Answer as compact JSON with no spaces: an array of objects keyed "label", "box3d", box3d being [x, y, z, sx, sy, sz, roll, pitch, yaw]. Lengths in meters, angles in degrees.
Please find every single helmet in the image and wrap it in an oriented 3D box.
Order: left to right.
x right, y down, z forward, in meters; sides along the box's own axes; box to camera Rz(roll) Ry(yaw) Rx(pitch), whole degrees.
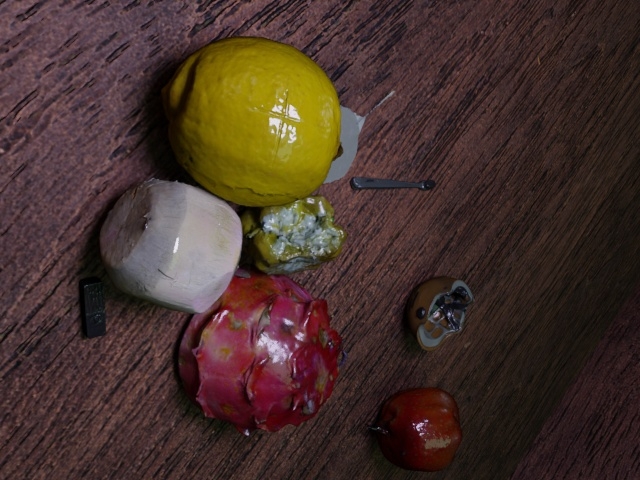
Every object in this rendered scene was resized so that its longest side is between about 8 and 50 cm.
[{"label":"helmet","box3d":[0.329,0.196,1.614,0.198,0.130,0.224,22,103,-40]}]

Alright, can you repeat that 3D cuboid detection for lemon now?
[{"label":"lemon","box3d":[-0.111,-0.197,0.944,0.297,0.297,0.297,-18,119,-35]}]

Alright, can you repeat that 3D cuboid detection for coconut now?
[{"label":"coconut","box3d":[-0.245,0.013,0.964,0.230,0.227,0.227,30,87,-44]}]

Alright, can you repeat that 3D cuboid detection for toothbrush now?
[{"label":"toothbrush","box3d":[0.189,-0.143,1.413,0.297,0.030,0.030,-3,84,-39]}]

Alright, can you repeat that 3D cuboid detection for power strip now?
[{"label":"power strip","box3d":[-0.408,0.122,1.000,0.037,0.029,0.111,-12,116,-38]}]

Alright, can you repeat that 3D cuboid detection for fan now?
[{"label":"fan","box3d":[0.069,-0.252,1.231,0.310,0.010,0.182,-42,133,-26]}]

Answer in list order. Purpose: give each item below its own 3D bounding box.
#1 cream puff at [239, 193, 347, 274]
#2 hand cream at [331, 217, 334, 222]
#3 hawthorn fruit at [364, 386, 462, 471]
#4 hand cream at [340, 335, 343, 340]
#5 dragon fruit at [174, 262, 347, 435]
[{"label":"cream puff","box3d":[-0.064,-0.022,1.149,0.220,0.194,0.195,-2,110,-30]},{"label":"hand cream","box3d":[0.000,0.000,1.313,0.036,0.023,0.122,16,101,-48]},{"label":"hawthorn fruit","box3d":[0.267,0.553,1.658,0.300,0.254,0.254,16,99,-17]},{"label":"hand cream","box3d":[0.033,0.293,1.477,0.030,0.019,0.093,26,97,-46]},{"label":"dragon fruit","box3d":[-0.101,0.251,1.194,0.370,0.249,0.387,-32,129,-33]}]
